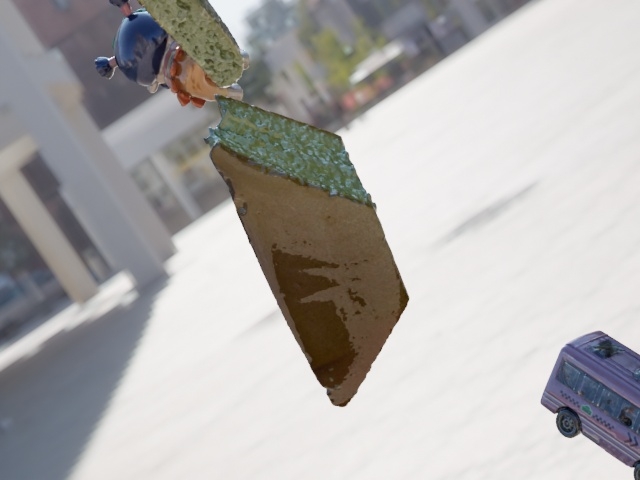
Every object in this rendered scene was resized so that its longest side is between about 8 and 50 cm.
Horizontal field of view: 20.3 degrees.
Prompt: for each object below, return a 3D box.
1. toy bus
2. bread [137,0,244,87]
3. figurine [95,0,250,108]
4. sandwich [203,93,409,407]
[{"bbox_3d":[0.350,0.188,1.980,0.096,0.199,0.108,-17,-50,-43],"label":"toy bus"},{"bbox_3d":[-0.170,-0.270,1.745,0.056,0.207,0.286,-37,-29,4],"label":"bread"},{"bbox_3d":[-0.178,-0.223,2.104,0.102,0.111,0.195,4,15,-40],"label":"figurine"},{"bbox_3d":[0.000,0.000,1.317,0.096,0.258,0.094,-21,37,2],"label":"sandwich"}]
